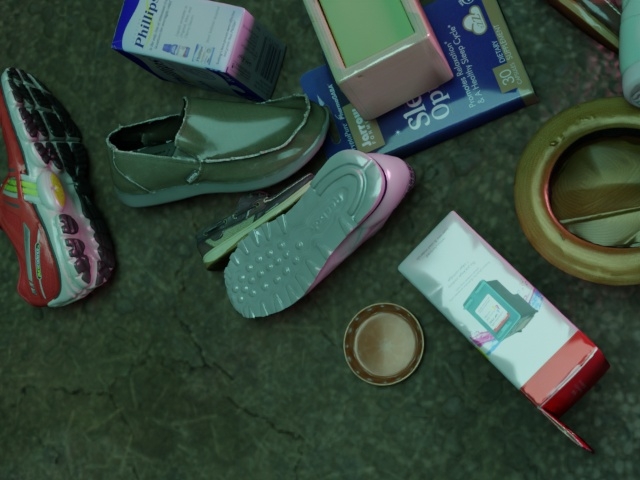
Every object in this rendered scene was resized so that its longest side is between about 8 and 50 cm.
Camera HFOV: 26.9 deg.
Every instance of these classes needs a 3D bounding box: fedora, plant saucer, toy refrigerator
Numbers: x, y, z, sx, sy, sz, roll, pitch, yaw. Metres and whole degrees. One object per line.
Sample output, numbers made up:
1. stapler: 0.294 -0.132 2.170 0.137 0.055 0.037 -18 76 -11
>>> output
1. fedora: 0.280 -0.041 1.260 0.194 0.079 0.194 -2 79 9
2. plant saucer: 0.064 0.104 1.338 0.083 0.013 0.083 -4 78 18
3. toy refrigerator: 0.032 -0.265 1.354 0.102 0.094 0.269 -26 60 11

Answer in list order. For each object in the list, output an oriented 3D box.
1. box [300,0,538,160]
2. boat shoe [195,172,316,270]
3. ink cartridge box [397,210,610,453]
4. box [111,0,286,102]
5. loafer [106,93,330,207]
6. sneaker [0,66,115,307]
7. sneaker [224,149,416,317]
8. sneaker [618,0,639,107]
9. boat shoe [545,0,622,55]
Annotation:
1. box: 0.093 -0.160 1.373 0.225 0.036 0.136 -24 73 13
2. boat shoe: -0.067 -0.028 1.385 0.152 0.056 0.049 -36 76 8
3. ink cartridge box: 0.188 0.087 1.238 0.078 0.134 0.231 -46 70 4
4. box: -0.126 -0.204 1.403 0.137 0.126 0.072 15 86 21
5. loafer: -0.113 -0.101 1.383 0.251 0.087 0.094 -15 42 15
6. sneaker: -0.321 -0.058 1.452 0.118 0.107 0.279 -26 70 21
7. sneaker: 0.000 0.000 1.348 0.235 0.095 0.090 -40 74 27
8. sneaker: 0.401 -0.199 1.235 0.256 0.094 0.151 2 65 -4
9. boat shoe: 0.245 -0.262 1.324 0.207 0.073 0.073 44 96 20
